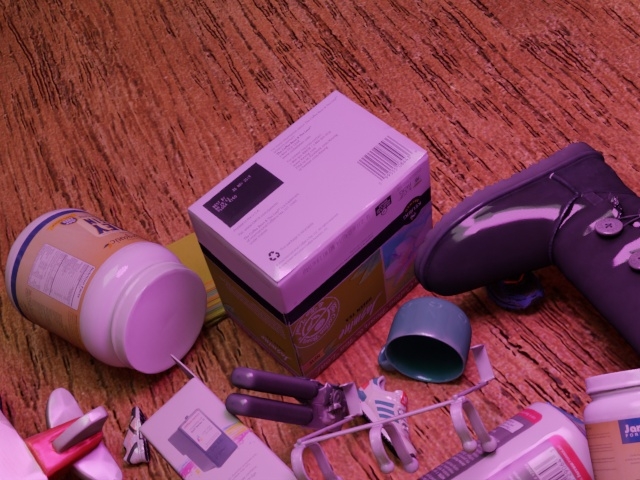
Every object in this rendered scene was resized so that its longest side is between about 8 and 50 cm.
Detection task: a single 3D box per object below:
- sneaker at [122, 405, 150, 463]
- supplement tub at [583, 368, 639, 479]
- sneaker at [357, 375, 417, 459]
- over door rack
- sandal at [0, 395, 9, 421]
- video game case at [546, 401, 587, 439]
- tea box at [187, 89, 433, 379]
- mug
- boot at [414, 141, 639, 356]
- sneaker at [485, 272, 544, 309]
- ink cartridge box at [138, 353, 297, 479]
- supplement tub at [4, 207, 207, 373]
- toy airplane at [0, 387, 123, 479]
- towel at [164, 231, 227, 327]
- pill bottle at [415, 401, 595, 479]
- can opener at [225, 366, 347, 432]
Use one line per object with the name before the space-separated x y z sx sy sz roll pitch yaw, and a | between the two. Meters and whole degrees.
sneaker | -0.311 0.323 1.645 0.043 0.040 0.109 -18 45 4
supplement tub | 0.406 0.261 1.219 0.144 0.144 0.200 -10 77 10
sneaker | 0.113 0.271 1.538 0.075 0.057 0.161 -37 44 -9
over door rack | 0.117 0.253 1.358 0.239 0.108 0.324 -18 3 16
sandal | -0.577 0.341 1.718 0.097 0.054 0.254 -33 56 -3
video game case | 0.391 0.298 1.381 0.015 0.119 0.166 -50 46 9
tea box | 0.000 0.000 1.628 0.329 0.324 0.220 -41 59 -19
mug | 0.164 0.150 1.584 0.157 0.129 0.097 3 49 21
boot | 0.392 0.072 1.448 0.367 0.146 0.445 -35 47 -3
sneaker | 0.299 0.034 1.677 0.083 0.087 0.221 -30 46 -9
ink cartridge box | -0.130 0.340 1.448 0.119 0.207 0.353 -43 49 -13
supplement tub | -0.379 0.089 1.755 0.316 0.228 0.228 21 58 33
toy airplane | -0.487 0.365 1.495 0.386 0.272 0.385 10 66 -2
towel | -0.220 0.067 1.872 0.102 0.021 0.237 -26 44 -14
pill bottle | 0.217 0.370 1.326 0.318 0.176 0.176 -30 46 -11
can opener | -0.054 0.239 1.493 0.095 0.283 0.076 5 80 38
